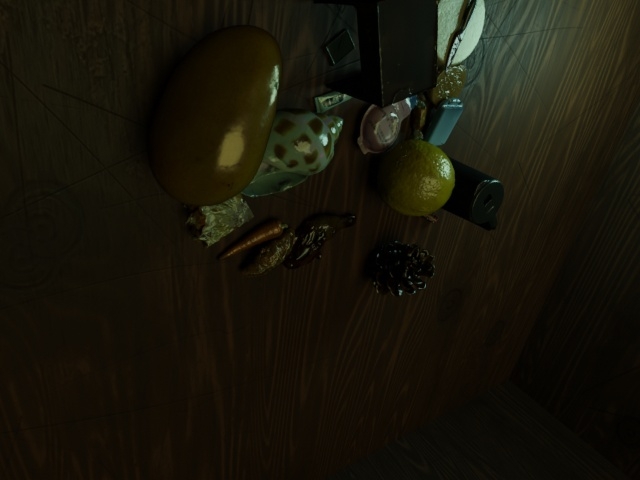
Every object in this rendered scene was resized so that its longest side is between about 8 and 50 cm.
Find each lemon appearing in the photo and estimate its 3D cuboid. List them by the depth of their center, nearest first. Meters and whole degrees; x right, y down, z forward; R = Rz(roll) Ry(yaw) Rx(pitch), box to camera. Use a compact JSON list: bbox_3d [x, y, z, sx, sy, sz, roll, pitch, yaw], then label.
[{"bbox_3d":[0.338,-0.220,1.474,0.292,0.293,0.294,-18,127,-27],"label":"lemon"}]

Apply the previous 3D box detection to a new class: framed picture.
[{"bbox_3d":[0.059,-0.576,1.229,0.089,0.006,0.066,-43,133,-7],"label":"framed picture"}]

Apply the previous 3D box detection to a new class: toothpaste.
[{"bbox_3d":[0.074,-0.459,1.296,0.205,0.036,0.056,-28,130,-14],"label":"toothpaste"}]

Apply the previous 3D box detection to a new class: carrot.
[{"bbox_3d":[-0.227,-0.003,1.355,0.256,0.061,0.061,-26,130,-9],"label":"carrot"}]

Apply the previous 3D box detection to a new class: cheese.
[{"bbox_3d":[0.233,-0.415,1.413,0.286,0.074,0.189,-48,135,-6],"label":"cheese"}]

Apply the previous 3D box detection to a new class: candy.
[{"bbox_3d":[0.360,-0.447,1.503,0.046,0.053,0.182,-25,131,-31],"label":"candy"}]

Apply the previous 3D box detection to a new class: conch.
[{"bbox_3d":[-0.084,-0.262,1.188,0.367,0.197,0.250,-9,150,-18],"label":"conch"}]

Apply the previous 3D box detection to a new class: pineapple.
[{"bbox_3d":[-0.293,-0.092,1.203,0.186,0.114,0.237,18,103,-41],"label":"pineapple"}]

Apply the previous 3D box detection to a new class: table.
[{"bbox_3d":[0.148,-0.537,1.119,0.196,0.282,0.251,-28,130,-20],"label":"table"}]

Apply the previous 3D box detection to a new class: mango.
[{"bbox_3d":[-0.246,-0.296,0.983,0.232,0.300,0.446,7,114,-61],"label":"mango"}]

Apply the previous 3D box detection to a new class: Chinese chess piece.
[{"bbox_3d":[0.414,-0.708,1.344,0.273,0.102,0.274,-18,124,-27],"label":"Chinese chess piece"}]

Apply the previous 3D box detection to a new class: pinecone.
[{"bbox_3d":[0.336,0.117,1.701,0.243,0.309,0.245,8,78,-41],"label":"pinecone"}]

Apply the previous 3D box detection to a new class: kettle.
[{"bbox_3d":[0.536,-0.176,1.624,0.203,0.308,0.263,-21,127,-24],"label":"kettle"}]

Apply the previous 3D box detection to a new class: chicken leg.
[{"bbox_3d":[-0.003,-0.008,1.500,0.322,0.083,0.177,-47,143,-1],"label":"chicken leg"}]

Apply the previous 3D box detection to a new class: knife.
[{"bbox_3d":[0.448,-0.658,1.315,0.035,0.018,0.248,2,115,-40],"label":"knife"}]

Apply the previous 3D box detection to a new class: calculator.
[{"bbox_3d":[0.461,-0.439,1.559,0.120,0.039,0.210,-11,139,-32],"label":"calculator"}]

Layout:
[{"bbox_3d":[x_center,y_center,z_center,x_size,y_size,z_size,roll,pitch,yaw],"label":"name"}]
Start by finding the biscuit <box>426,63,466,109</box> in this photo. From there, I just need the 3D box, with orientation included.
[{"bbox_3d":[0.451,-0.562,1.501,0.170,0.050,0.171,-22,136,-23],"label":"biscuit"}]

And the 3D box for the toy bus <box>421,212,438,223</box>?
[{"bbox_3d":[0.481,-0.107,1.819,0.110,0.031,0.043,22,96,-42],"label":"toy bus"}]

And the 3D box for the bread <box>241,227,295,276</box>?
[{"bbox_3d":[-0.163,0.052,1.395,0.233,0.076,0.105,-44,169,-10],"label":"bread"}]
